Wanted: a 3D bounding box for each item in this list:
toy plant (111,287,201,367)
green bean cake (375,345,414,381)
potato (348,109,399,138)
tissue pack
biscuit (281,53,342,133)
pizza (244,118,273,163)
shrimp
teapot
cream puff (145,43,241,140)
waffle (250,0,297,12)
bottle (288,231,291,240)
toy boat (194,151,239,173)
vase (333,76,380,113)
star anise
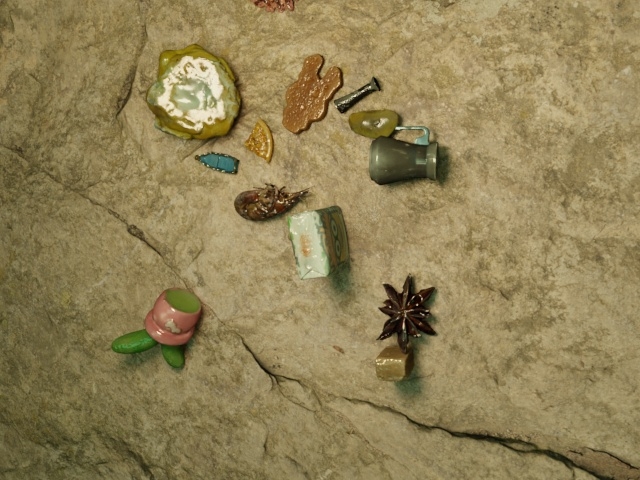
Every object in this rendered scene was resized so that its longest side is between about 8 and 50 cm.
[{"bbox_3d":[-0.675,0.368,2.129,0.317,0.210,0.356,22,122,-23],"label":"toy plant"},{"bbox_3d":[0.268,0.439,1.790,0.109,0.179,0.085,-4,94,19],"label":"green bean cake"},{"bbox_3d":[0.185,-0.416,1.778,0.188,0.085,0.105,12,98,25],"label":"potato"},{"bbox_3d":[0.000,0.000,1.776,0.128,0.311,0.227,-10,93,18],"label":"tissue pack"},{"bbox_3d":[-0.043,-0.540,1.877,0.186,0.044,0.295,42,108,16],"label":"biscuit"},{"bbox_3d":[-0.247,-0.391,1.976,0.131,0.041,0.178,4,97,23],"label":"pizza"},{"bbox_3d":[-0.185,-0.162,1.939,0.344,0.116,0.145,-12,106,22],"label":"shrimp"},{"bbox_3d":[0.290,-0.288,1.713,0.226,0.171,0.202,3,95,15],"label":"teapot"},{"bbox_3d":[-0.498,-0.570,1.957,0.379,0.275,0.377,-2,105,-6],"label":"cream puff"},{"bbox_3d":[-0.163,-0.978,1.871,0.221,0.055,0.234,18,107,17],"label":"waffle"},{"bbox_3d":[-0.075,-0.013,1.948,0.097,0.045,0.045,12,100,19],"label":"bottle"},{"bbox_3d":[-0.419,-0.320,2.033,0.186,0.077,0.075,19,104,19],"label":"toy boat"},{"bbox_3d":[0.132,-0.522,1.800,0.167,0.059,0.059,-27,86,22],"label":"vase"},{"bbox_3d":[0.302,0.257,1.791,0.213,0.129,0.282,-1,87,16],"label":"star anise"}]
